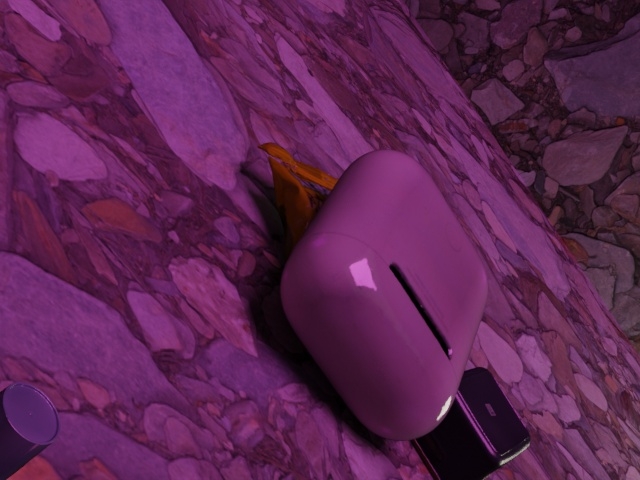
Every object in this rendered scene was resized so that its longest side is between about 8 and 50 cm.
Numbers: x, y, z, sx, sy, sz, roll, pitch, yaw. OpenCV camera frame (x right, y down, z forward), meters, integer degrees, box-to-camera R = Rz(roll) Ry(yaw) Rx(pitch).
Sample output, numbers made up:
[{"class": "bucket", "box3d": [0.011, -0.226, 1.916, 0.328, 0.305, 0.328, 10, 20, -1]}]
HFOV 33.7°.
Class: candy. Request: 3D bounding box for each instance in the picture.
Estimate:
[{"class": "candy", "box3d": [0.000, 0.000, 1.446, 0.187, 0.081, 0.297, 29, 38, -45]}]

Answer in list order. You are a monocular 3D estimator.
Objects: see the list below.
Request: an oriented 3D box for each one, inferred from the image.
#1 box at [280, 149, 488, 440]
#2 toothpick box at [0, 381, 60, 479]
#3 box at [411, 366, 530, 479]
[{"class": "box", "box3d": [0.093, 0.061, 1.350, 0.288, 0.141, 0.349, 57, 35, -20]}, {"class": "toothpick box", "box3d": [-0.227, 0.141, 0.733, 0.052, 0.083, 0.052, 43, 23, -23]}, {"class": "box", "box3d": [0.204, 0.257, 1.454, 0.144, 0.090, 0.201, 59, 21, 15]}]
